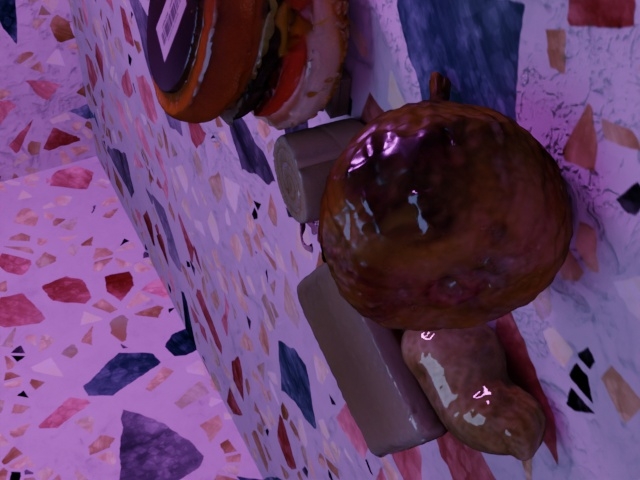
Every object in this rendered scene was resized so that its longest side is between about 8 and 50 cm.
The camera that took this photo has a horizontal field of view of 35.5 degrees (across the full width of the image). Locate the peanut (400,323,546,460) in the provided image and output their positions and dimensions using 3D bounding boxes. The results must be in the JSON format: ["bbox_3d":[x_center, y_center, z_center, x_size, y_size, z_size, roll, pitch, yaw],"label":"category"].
[{"bbox_3d":[0.207,0.196,1.356,0.253,0.122,0.137,57,139,29],"label":"peanut"}]

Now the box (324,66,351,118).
[{"bbox_3d":[0.016,-0.253,1.607,0.083,0.035,0.079,96,150,-50],"label":"box"}]

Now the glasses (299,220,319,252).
[{"bbox_3d":[0.007,0.002,1.784,0.162,0.095,0.255,79,164,-44],"label":"glasses"}]

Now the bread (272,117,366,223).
[{"bbox_3d":[0.012,-0.112,1.591,0.134,0.141,0.148,-131,30,-56],"label":"bread"}]

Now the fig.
[{"bbox_3d":[0.131,-0.075,1.177,0.369,0.286,0.286,-92,2,-48],"label":"fig"}]

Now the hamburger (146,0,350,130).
[{"bbox_3d":[-0.108,-0.332,1.512,0.330,0.250,0.330,-10,79,62],"label":"hamburger"}]

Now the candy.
[{"bbox_3d":[0.097,0.161,1.526,0.179,0.135,0.321,-31,85,58],"label":"candy"}]
